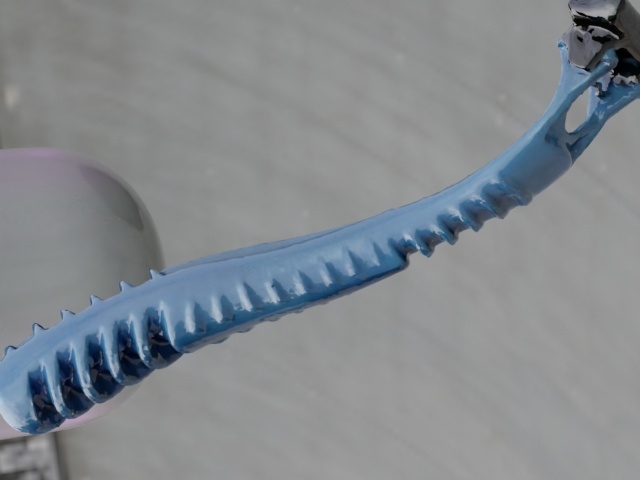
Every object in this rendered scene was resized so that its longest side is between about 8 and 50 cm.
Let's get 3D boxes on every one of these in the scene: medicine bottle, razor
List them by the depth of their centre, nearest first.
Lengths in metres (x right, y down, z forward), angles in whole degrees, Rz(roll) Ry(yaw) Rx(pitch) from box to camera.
[{"bbox_3d":[0.000,0.000,0.632,0.082,0.253,0.042,31,-144,-62],"label":"razor"},{"bbox_3d":[-0.232,0.034,0.819,0.130,0.341,0.130,174,90,-76],"label":"medicine bottle"}]
